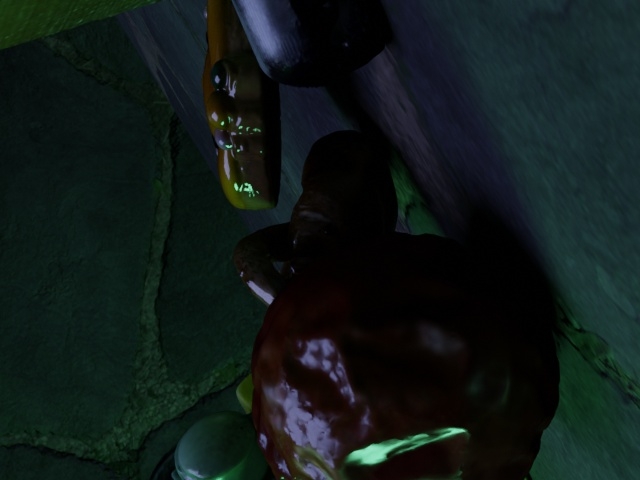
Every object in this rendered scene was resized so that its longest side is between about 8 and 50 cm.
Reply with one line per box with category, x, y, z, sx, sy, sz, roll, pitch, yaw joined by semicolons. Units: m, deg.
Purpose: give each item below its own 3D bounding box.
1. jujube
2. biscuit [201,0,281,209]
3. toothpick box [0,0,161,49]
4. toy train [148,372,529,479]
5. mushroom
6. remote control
jujube;0.046;0.088;0.794;0.174;0.174;0.250;57;167;15
biscuit;-0.056;-0.099;0.915;0.170;0.050;0.170;-3;-90;-87
toothpick box;-0.152;-0.248;0.548;0.308;0.188;0.190;63;154;8
toy train;0.047;0.252;1.151;0.179;0.272;0.442;35;159;48
mushroom;0.002;0.001;0.906;0.080;0.170;0.135;19;123;16
remote control;-0.054;-0.193;0.692;0.265;0.066;0.090;60;170;-19
